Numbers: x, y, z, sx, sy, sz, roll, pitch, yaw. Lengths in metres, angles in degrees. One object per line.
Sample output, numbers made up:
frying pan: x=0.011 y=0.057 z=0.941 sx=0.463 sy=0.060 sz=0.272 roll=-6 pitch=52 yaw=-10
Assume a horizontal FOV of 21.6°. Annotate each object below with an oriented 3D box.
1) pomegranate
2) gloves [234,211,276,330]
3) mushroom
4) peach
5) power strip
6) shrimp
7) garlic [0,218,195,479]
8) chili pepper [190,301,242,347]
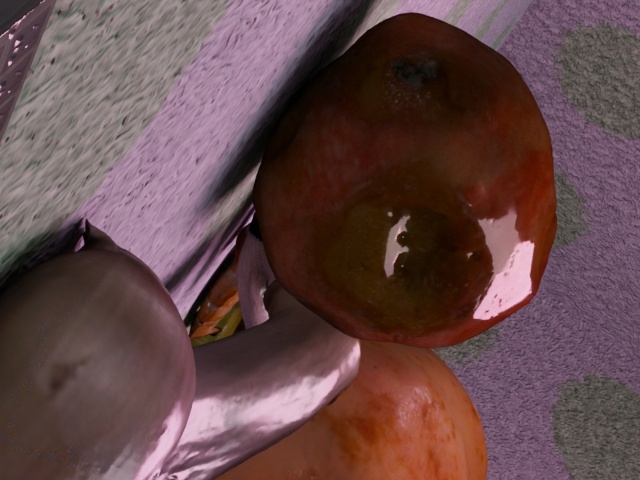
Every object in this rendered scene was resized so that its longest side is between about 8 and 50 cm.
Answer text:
pomegranate: x=-0.015 y=0.244 z=1.803 sx=0.411 sy=0.411 sz=0.411 roll=-52 pitch=177 yaw=-4
gloves: x=0.000 y=0.003 z=1.357 sx=0.219 sy=0.140 sz=0.131 roll=-58 pitch=173 yaw=10
mushroom: x=-0.086 y=0.122 z=1.202 sx=0.328 sy=0.122 sz=0.159 roll=-29 pitch=177 yaw=-40
peach: x=0.058 y=-0.045 z=1.145 sx=0.214 sy=0.214 sz=0.235 roll=-50 pitch=156 yaw=-32
power strip: x=-0.108 y=-0.027 z=0.478 sx=0.051 sy=0.019 sz=0.136 roll=-52 pitch=177 yaw=-42
shrimp: x=-0.046 y=0.009 z=1.598 sx=0.262 sy=0.051 sz=0.198 roll=-45 pitch=180 yaw=-45
garlic: x=-0.152 y=0.107 z=0.740 sx=0.266 sy=0.128 sz=0.148 roll=-44 pitch=157 yaw=-19
chili pepper: x=-0.115 y=0.102 z=1.675 sx=0.208 sy=0.043 sz=0.049 roll=-56 pitch=157 yaw=-59
